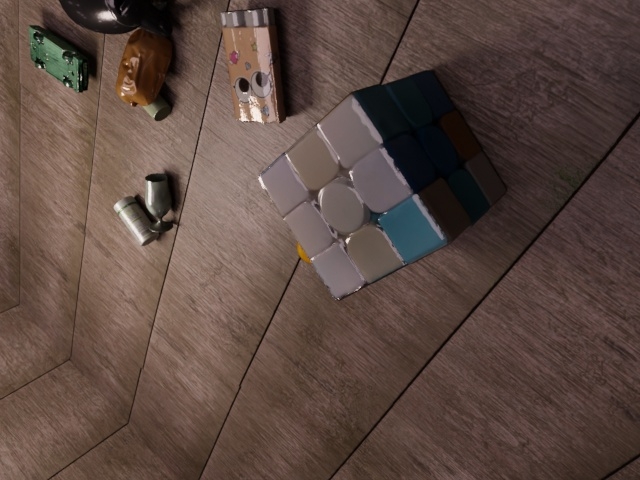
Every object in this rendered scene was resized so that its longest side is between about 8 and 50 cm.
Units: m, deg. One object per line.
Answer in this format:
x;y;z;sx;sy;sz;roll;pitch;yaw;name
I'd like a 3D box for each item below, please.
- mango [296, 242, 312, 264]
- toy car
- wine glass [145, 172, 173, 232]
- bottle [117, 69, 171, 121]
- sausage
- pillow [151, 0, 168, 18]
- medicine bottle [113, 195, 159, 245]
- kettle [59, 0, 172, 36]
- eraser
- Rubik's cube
0.000;0.000;1.562;0.145;0.112;0.219;52;144;5;mango
-0.946;-0.665;1.984;0.321;0.097;0.141;34;128;22;toy car
-0.580;-0.136;1.959;0.093;0.093;0.202;22;123;29;wine glass
-0.580;-0.487;1.799;0.201;0.072;0.072;49;132;9;bottle
-0.549;-0.533;1.695;0.136;0.120;0.241;31;105;20;sausage
-0.514;-0.709;1.654;0.150;0.048;0.090;36;127;17;pillow
-0.702;-0.073;2.091;0.183;0.086;0.086;54;133;4;medicine bottle
-0.550;-0.661;1.525;0.290;0.268;0.207;29;94;40;kettle
-0.176;-0.469;1.478;0.171;0.087;0.290;11;118;33;eraser
0.139;-0.126;1.227;0.347;0.344;0.346;-31;91;42;Rubik's cube
